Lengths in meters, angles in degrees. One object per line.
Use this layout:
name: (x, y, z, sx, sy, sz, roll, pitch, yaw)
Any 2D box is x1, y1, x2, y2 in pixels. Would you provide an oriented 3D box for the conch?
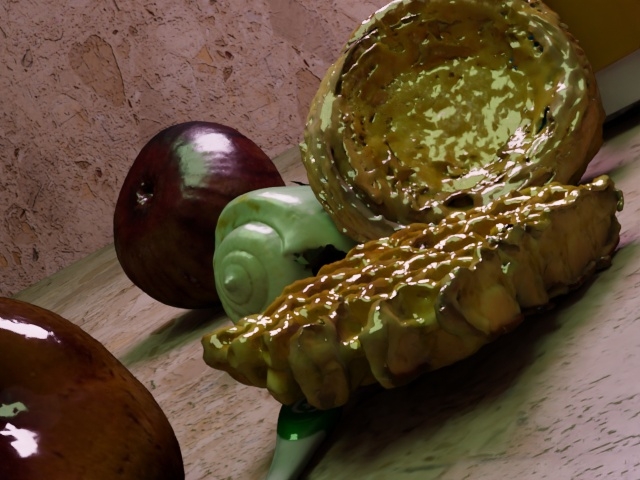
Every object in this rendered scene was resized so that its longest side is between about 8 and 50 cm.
conch: (0.008, 0.006, 1.132, 0.250, 0.137, 0.143, -13, -28, -29)

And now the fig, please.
fig: (-0.137, -0.030, 1.425, 0.214, 0.235, 0.235, 7, -3, -18)

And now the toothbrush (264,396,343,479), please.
toothbrush: (-0.004, 0.111, 0.776, 0.042, 0.040, 0.418, -7, 11, 17)

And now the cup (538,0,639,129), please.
cup: (0.250, -0.219, 1.203, 0.185, 0.226, 0.241, -25, 2, 25)

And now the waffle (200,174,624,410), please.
waffle: (0.072, 0.033, 0.778, 0.309, 0.065, 0.283, -24, 7, -5)

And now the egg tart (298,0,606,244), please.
egg tart: (0.118, -0.106, 1.084, 0.290, 0.291, 0.107, -29, -29, 0)

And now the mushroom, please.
mushroom: (-0.214, 0.151, 0.743, 0.267, 0.267, 0.255, -34, -24, -30)
